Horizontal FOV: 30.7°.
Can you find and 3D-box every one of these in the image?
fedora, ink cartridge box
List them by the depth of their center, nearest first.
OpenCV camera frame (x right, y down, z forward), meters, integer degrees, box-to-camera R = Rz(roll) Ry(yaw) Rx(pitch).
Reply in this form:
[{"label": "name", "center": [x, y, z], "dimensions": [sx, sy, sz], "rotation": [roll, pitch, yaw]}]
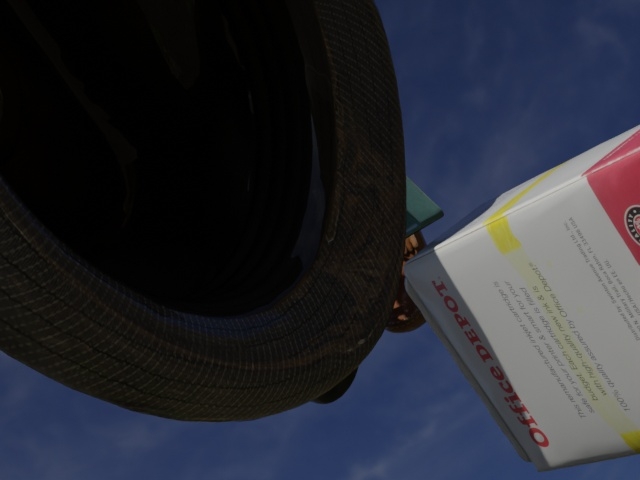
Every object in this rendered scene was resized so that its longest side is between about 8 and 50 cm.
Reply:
[{"label": "fedora", "center": [-0.090, -0.054, 0.408], "dimensions": [0.124, 0.243, 0.275], "rotation": [-13, -18, 31]}, {"label": "ink cartridge box", "center": [0.300, 0.052, 1.152], "dimensions": [0.160, 0.279, 0.385], "rotation": [-36, 4, -35]}]

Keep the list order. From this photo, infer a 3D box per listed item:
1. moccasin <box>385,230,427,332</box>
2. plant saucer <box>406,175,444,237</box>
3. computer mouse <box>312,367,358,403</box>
[{"label": "moccasin", "center": [0.078, -0.042, 1.757], "dimensions": [0.139, 0.380, 0.147], "rotation": [-17, -22, 18]}, {"label": "plant saucer", "center": [0.000, 0.000, 0.790], "dimensions": [0.067, 0.018, 0.192], "rotation": [43, -38, -11]}, {"label": "computer mouse", "center": [-0.018, 0.087, 1.597], "dimensions": [0.189, 0.272, 0.072], "rotation": [-16, -19, 33]}]
